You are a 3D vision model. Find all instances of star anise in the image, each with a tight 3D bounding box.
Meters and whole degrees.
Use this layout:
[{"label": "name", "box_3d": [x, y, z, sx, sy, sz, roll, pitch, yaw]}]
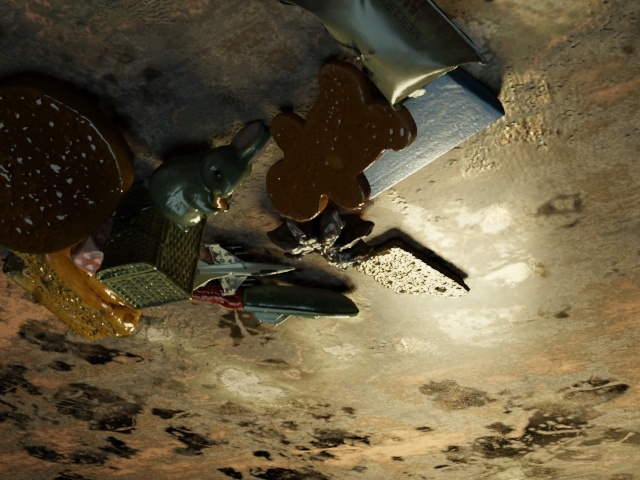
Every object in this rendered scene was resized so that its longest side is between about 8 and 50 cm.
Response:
[{"label": "star anise", "box_3d": [0.009, -0.007, 1.608, 0.212, 0.073, 0.197, 11, 148, -12]}]

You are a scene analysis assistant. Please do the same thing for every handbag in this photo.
[{"label": "handbag", "box_3d": [0.078, -0.295, 1.134, 0.182, 0.117, 0.270, -26, 123, 39]}]

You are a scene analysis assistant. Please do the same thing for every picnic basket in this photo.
[{"label": "picnic basket", "box_3d": [-0.319, 0.005, 1.565, 0.134, 0.196, 0.154, -10, 142, 23]}]

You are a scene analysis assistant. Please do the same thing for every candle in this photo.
[{"label": "candle", "box_3d": [-0.252, 0.114, 1.842, 0.329, 0.051, 0.048, 9, 143, -4]}]

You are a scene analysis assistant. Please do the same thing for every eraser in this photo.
[{"label": "eraser", "box_3d": [0.136, -0.175, 1.370, 0.144, 0.042, 0.312, 27, 140, -30]}]

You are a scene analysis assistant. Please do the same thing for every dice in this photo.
[{"label": "dice", "box_3d": [-0.441, 0.010, 1.683, 0.093, 0.091, 0.094, 29, 140, -30]}]

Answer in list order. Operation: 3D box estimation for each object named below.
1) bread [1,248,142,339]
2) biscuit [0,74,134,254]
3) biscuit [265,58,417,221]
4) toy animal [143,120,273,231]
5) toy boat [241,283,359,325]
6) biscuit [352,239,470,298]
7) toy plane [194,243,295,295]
[{"label": "bread", "box_3d": [-0.547, 0.083, 1.795, 0.185, 0.109, 0.380, -6, 143, 24]}, {"label": "biscuit", "box_3d": [-0.517, -0.138, 1.472, 0.394, 0.070, 0.350, -28, 119, 32]}, {"label": "biscuit", "box_3d": [0.011, -0.146, 1.362, 0.205, 0.049, 0.324, 41, 132, 5]}, {"label": "toy animal", "box_3d": [-0.184, -0.116, 1.446, 0.251, 0.125, 0.127, -30, 161, 33]}, {"label": "toy boat", "box_3d": [-0.042, 0.145, 1.815, 0.261, 0.078, 0.085, 5, 108, -12]}, {"label": "biscuit", "box_3d": [0.191, 0.073, 1.738, 0.237, 0.026, 0.131, 30, 141, -32]}, {"label": "toy plane", "box_3d": [-0.172, 0.055, 1.734, 0.234, 0.082, 0.160, -12, 134, 0]}]
